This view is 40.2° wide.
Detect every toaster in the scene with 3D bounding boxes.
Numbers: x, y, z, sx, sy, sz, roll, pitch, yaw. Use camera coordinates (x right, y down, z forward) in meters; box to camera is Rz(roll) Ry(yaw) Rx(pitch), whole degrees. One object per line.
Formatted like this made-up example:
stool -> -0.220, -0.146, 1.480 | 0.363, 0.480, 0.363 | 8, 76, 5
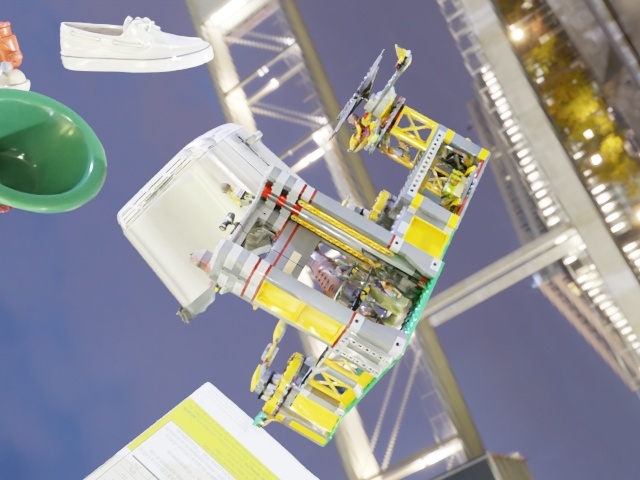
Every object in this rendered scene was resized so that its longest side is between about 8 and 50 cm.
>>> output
toaster -> -0.123, -0.025, 0.988 | 0.146, 0.227, 0.129 | 49, -154, -3

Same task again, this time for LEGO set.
LEGO set -> 0.000, 0.000, 0.799 | 0.192, 0.255, 0.331 | 30, -116, 0

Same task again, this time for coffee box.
coffee box -> -0.170, 0.454, 1.069 | 0.338, 0.337, 0.334 | 39, -141, 12

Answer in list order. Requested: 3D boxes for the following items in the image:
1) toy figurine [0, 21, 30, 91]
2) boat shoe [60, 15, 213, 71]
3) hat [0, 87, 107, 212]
toy figurine -> -0.652, -0.301, 1.592 | 0.209, 0.213, 0.148 | -106, 7, -68
boat shoe -> -0.324, -0.350, 1.537 | 0.096, 0.267, 0.088 | -77, -12, -63
hat -> -0.386, -0.061, 1.043 | 0.208, 0.183, 0.173 | 8, -127, -34
